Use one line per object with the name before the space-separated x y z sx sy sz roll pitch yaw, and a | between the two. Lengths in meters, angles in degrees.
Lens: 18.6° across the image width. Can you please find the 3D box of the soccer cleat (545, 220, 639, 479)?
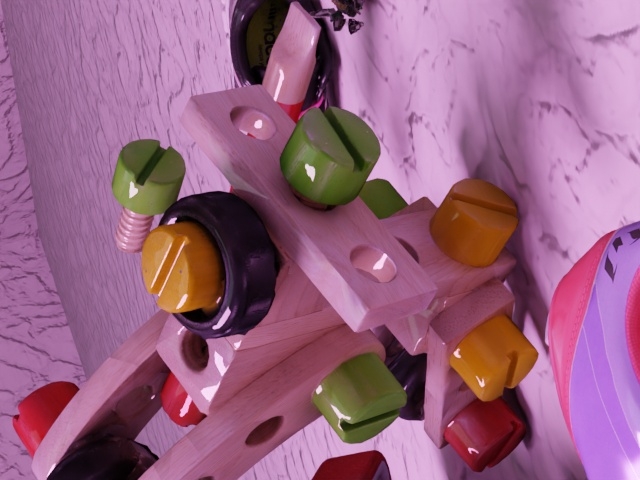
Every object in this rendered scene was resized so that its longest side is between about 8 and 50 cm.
soccer cleat | 0.137 0.111 0.633 0.095 0.083 0.248 127 129 -70

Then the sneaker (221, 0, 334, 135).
sneaker | -0.021 -0.081 1.132 0.075 0.063 0.170 -140 41 -80

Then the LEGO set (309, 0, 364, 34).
LEGO set | 0.018 -0.134 1.004 0.083 0.023 0.054 -1 107 64

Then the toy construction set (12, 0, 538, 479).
toy construction set | 0.000 0.000 0.881 0.309 0.257 0.237 -106 26 -44

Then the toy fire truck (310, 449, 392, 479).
toy fire truck | 0.013 0.259 0.985 0.302 0.169 0.254 -38 -64 -75
